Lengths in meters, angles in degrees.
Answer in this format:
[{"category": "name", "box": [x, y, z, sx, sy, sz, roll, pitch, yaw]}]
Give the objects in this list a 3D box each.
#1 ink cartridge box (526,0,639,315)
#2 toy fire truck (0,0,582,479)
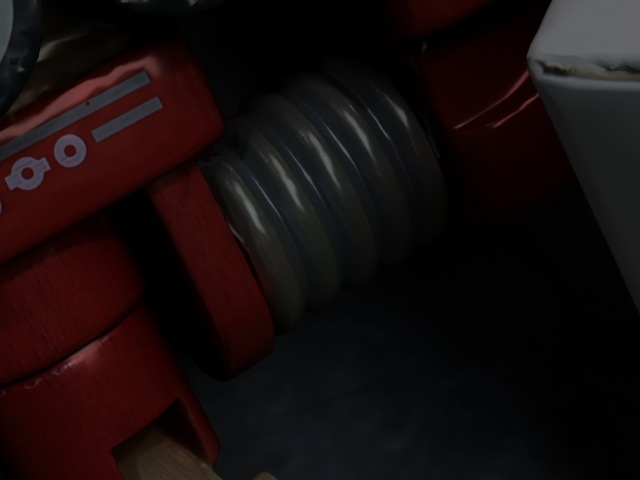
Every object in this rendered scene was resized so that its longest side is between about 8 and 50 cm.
[{"category": "ink cartridge box", "box": [0.178, -0.021, 0.446, 0.211, 0.121, 0.289, -63, 141, -30]}, {"category": "toy fire truck", "box": [0.000, 0.000, 0.435, 0.217, 0.158, 0.246, -31, 107, -19]}]
